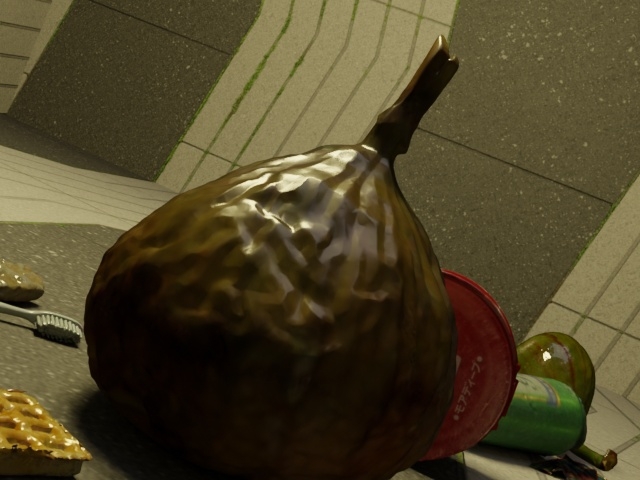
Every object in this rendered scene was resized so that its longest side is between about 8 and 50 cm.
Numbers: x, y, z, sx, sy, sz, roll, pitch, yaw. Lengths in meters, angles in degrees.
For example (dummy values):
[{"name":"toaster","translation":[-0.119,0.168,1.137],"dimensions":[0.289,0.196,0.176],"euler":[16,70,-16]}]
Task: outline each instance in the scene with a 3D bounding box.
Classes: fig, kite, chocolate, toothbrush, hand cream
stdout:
[{"name":"fig","translation":[0.000,0.000,0.670],"dimensions":[0.286,0.368,0.286],"euler":[26,-7,3]},{"name":"kite","translation":[0.363,0.312,1.089],"dimensions":[0.241,0.014,0.183],"euler":[24,4,-6]},{"name":"chocolate","translation":[0.202,0.202,1.045],"dimensions":[0.291,0.110,0.110],"euler":[18,6,-39]},{"name":"toothbrush","translation":[-0.329,0.036,0.692],"dimensions":[0.286,0.020,0.025],"euler":[22,10,-27]},{"name":"hand cream","translation":[0.105,0.120,0.874],"dimensions":[0.193,0.193,0.125],"euler":[24,1,13]},{"name":"fig","translation":[0.347,0.249,1.209],"dimensions":[0.151,0.151,0.259],"euler":[21,27,-29]}]

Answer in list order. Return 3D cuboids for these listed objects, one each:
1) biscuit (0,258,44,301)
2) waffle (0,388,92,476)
[{"name":"biscuit","translation":[-0.379,0.004,0.763],"dimensions":[0.250,0.032,0.133],"euler":[24,4,-3]},{"name":"waffle","translation":[-0.205,0.102,0.478],"dimensions":[0.092,0.021,0.135],"euler":[26,5,42]}]
